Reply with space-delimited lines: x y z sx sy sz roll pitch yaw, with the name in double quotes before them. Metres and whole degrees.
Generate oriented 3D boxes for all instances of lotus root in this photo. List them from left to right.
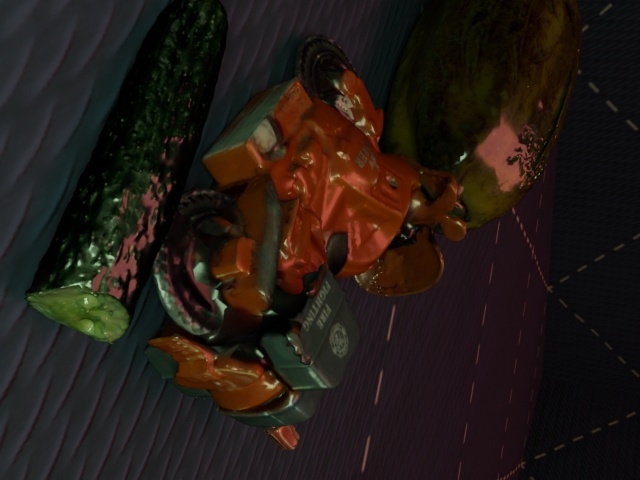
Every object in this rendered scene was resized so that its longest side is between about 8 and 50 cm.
"lotus root" 0.175 -0.183 0.780 0.179 0.196 0.398 41 60 -30

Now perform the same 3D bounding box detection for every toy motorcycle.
"toy motorcycle" 0.000 0.000 0.518 0.221 0.147 0.326 56 40 -26

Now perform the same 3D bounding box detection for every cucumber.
"cucumber" -0.091 -0.054 0.382 0.058 0.052 0.215 119 -11 -67
